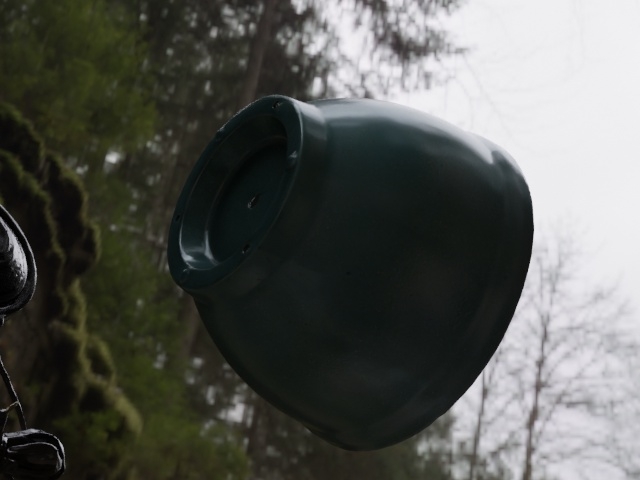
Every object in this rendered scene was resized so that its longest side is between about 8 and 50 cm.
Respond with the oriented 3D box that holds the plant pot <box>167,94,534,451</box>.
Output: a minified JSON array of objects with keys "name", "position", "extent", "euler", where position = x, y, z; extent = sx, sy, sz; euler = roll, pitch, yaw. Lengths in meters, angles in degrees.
[{"name":"plant pot","position":[0.000,0.000,1.080],"extent":[0.196,0.293,0.293],"euler":[30,-47,-30]}]

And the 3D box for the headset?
[{"name":"headset","position":[-0.334,0.070,1.029],"extent":[0.185,0.394,0.243],"euler":[13,-73,-53]}]
